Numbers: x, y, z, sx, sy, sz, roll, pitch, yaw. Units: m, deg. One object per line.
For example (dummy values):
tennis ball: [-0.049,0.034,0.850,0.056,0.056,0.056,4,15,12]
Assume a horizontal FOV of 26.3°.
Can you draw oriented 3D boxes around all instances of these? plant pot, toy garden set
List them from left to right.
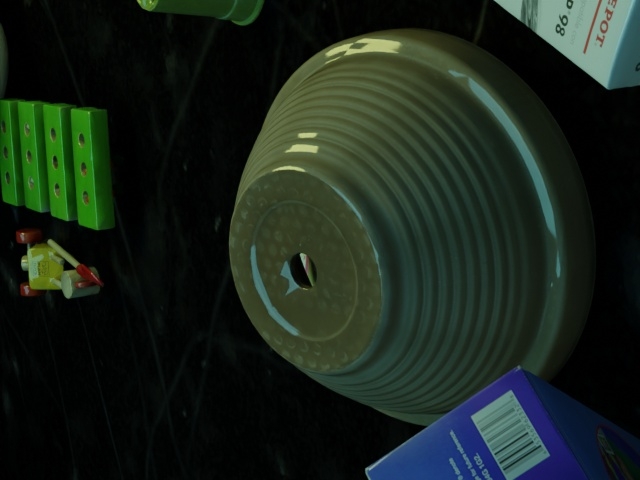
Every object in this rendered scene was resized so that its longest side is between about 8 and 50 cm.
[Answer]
toy garden set: [-0.246,-0.034,1.339,0.244,0.049,0.203,14,110,56]
plant pot: [-0.093,-0.195,0.996,0.083,0.079,0.083,26,121,53]
plant pot: [0.027,0.003,0.777,0.237,0.110,0.237,16,114,39]

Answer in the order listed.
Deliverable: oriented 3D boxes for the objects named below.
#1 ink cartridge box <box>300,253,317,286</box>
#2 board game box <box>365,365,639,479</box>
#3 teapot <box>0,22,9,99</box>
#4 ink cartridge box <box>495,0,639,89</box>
ink cartridge box: [0.000,0.000,0.930,0.088,0.052,0.122,36,130,48]
board game box: [0.171,0.233,0.551,0.078,0.233,0.347,-36,61,13]
teapot: [-0.424,-0.148,1.429,0.252,0.256,0.187,-28,90,43]
ink cartridge box: [0.138,-0.144,0.646,0.180,0.060,0.104,48,137,41]
